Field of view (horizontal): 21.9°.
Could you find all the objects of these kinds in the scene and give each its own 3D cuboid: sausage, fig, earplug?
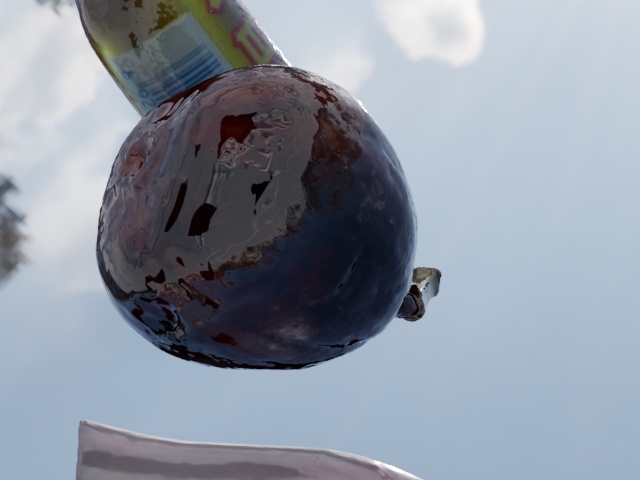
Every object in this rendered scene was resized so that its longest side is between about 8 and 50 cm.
[{"bbox_3d":[-0.091,-0.131,1.240,0.117,0.317,0.125,-40,-158,-8],"label":"sausage"},{"bbox_3d":[-0.010,0.010,1.015,0.204,0.249,0.186,-28,-148,53],"label":"fig"},{"bbox_3d":[-0.041,0.230,1.293,0.301,0.172,0.172,2,-149,-5],"label":"earplug"}]
